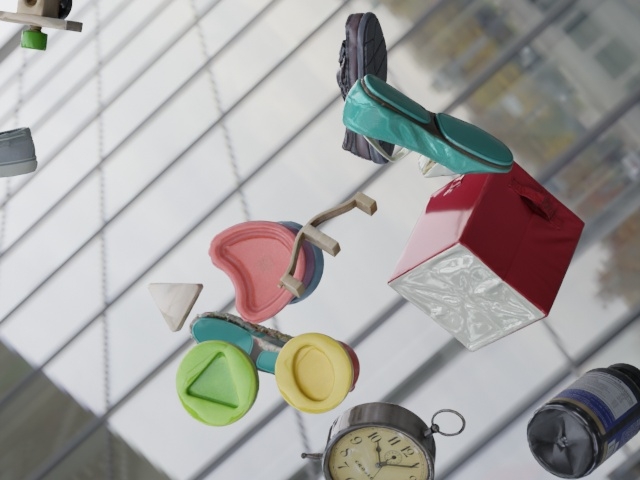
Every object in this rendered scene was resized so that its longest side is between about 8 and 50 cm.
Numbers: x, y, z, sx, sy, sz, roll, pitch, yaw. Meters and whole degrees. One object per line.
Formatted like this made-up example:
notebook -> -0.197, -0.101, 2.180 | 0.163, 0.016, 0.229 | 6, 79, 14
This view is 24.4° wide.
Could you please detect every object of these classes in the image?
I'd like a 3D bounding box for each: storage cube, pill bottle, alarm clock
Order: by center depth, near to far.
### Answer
alarm clock -> 0.084, 0.239, 1.701 | 0.129, 0.192, 0.064 | 52, -153, -19
storage cube -> 0.249, 0.019, 2.221 | 0.184, 0.215, 0.193 | 39, -127, -15
pill bottle -> 0.413, 0.264, 2.225 | 0.123, 0.123, 0.219 | 51, -141, 13

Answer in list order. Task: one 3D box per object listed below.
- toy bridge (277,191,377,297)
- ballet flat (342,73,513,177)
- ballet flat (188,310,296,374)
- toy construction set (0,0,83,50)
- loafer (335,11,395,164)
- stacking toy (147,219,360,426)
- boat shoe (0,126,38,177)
toy bridge -> 0.000, 0.000, 2.130 | 0.063, 0.188, 0.026 | 32, 159, 27
ballet flat -> 0.132, -0.132, 1.927 | 0.247, 0.087, 0.083 | 25, -147, -22
ballet flat -> -0.113, 0.177, 2.520 | 0.241, 0.091, 0.077 | 24, -161, -13
toy construction set -> -0.427, -0.368, 1.912 | 0.309, 0.237, 0.257 | 9, -166, -4
loafer -> 0.060, -0.252, 2.489 | 0.302, 0.095, 0.109 | 78, -150, -43
stacking toy -> -0.092, 0.133, 2.272 | 0.309, 0.280, 0.130 | 71, -162, 5
boat shoe -> -0.507, -0.123, 2.060 | 0.228, 0.081, 0.079 | -8, -171, -31
